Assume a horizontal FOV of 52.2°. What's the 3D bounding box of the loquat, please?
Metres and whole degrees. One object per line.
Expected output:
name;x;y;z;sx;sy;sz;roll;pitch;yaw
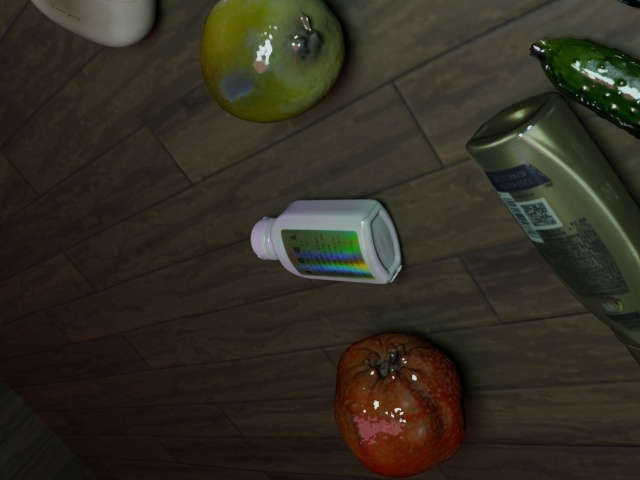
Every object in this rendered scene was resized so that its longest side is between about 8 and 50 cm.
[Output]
loquat;-0.062;-0.207;0.732;0.195;0.152;0.152;-2;126;51

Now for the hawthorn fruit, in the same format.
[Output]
hawthorn fruit;0.123;0.258;0.976;0.205;0.205;0.253;7;135;33

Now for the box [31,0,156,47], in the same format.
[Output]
box;-0.301;-0.333;0.841;0.200;0.088;0.146;28;141;13

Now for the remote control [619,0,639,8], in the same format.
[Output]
remote control;0.280;-0.284;0.464;0.097;0.045;0.256;26;141;17

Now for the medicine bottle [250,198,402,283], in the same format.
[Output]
medicine bottle;0.000;0.000;0.924;0.219;0.078;0.115;2;130;37

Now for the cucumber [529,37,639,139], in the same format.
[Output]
cucumber;0.293;-0.126;0.589;0.227;0.069;0.069;33;141;16

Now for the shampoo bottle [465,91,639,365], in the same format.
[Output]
shampoo bottle;0.294;0.010;0.695;0.350;0.084;0.125;51;157;-13
